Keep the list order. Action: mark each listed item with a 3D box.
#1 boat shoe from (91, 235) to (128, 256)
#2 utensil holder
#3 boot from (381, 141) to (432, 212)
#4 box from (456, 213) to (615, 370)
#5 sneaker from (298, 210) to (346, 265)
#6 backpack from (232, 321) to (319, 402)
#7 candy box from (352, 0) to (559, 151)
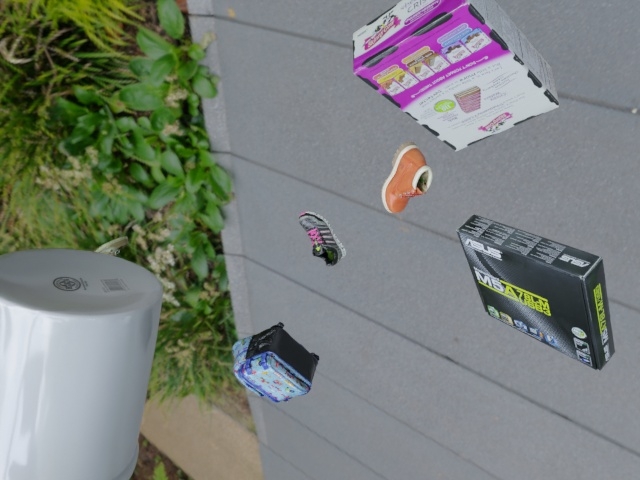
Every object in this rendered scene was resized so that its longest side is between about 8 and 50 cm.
[{"bbox_3d":[-0.545,0.040,1.363,0.056,0.153,0.048,-18,104,56],"label":"boat shoe"},{"bbox_3d":[-0.480,0.244,1.012,0.328,0.328,0.385,23,107,29],"label":"utensil holder"},{"bbox_3d":[0.165,-0.099,1.039,0.084,0.059,0.157,57,150,36],"label":"boot"},{"bbox_3d":[0.286,0.066,0.730,0.191,0.045,0.184,29,157,49],"label":"box"},{"bbox_3d":[0.000,0.000,1.412,0.063,0.074,0.170,-22,117,37],"label":"sneaker"},{"bbox_3d":[-0.115,0.274,1.178,0.173,0.116,0.158,-24,123,32],"label":"backpack"},{"bbox_3d":[0.175,-0.217,0.696,0.159,0.071,0.233,-20,147,40],"label":"candy box"}]
